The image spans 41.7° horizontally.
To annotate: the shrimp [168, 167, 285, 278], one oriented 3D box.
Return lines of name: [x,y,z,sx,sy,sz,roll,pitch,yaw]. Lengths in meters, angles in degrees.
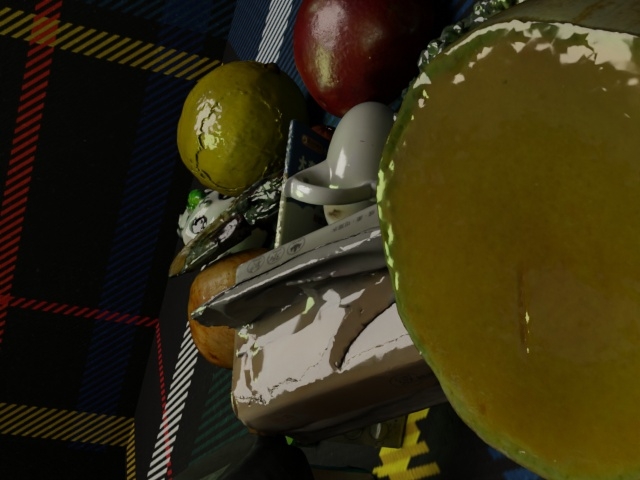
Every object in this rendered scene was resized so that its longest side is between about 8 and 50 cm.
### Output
shrimp: [-0.142,-0.045,1.590,0.445,0.085,0.272,-31,10,36]

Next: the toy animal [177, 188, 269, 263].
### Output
toy animal: [-0.240,-0.041,2.037,0.266,0.212,0.213,163,117,-74]

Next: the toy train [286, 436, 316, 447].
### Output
toy train: [-0.013,0.261,1.401,0.081,0.060,0.202,-117,40,-51]

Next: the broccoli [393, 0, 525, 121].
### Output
broccoli: [0.219,-0.105,0.746,0.243,0.263,0.247,58,172,36]

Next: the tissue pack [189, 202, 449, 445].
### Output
tissue pack: [0.036,0.066,0.904,0.305,0.238,0.239,-23,51,30]

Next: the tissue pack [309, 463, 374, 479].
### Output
tissue pack: [-0.059,0.403,1.235,0.271,0.192,0.134,137,142,-62]

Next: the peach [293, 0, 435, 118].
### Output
peach: [0.061,-0.301,1.260,0.243,0.199,0.243,-55,24,38]

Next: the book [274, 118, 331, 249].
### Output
book: [0.000,0.000,1.305,0.018,0.228,0.323,-1,76,31]

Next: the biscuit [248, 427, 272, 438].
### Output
biscuit: [-0.130,0.332,1.657,0.212,0.036,0.212,168,90,-78]

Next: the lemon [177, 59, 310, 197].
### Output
lemon: [-0.164,-0.238,1.798,0.297,0.297,0.297,-169,90,-72]

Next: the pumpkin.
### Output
pumpkin: [0.178,-0.012,0.519,0.332,0.199,0.333,7,99,47]

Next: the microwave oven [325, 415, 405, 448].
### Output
microwave oven: [0.040,0.143,1.172,0.194,0.145,0.241,-169,89,-69]

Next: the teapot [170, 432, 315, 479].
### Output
teapot: [-0.035,0.396,0.920,0.300,0.344,0.253,-33,3,3]

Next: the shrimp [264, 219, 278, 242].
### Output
shrimp: [-0.065,-0.034,1.721,0.090,0.079,0.233,-41,20,1]

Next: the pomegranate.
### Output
pomegranate: [-0.132,0.127,1.570,0.248,0.248,0.248,-169,90,-72]

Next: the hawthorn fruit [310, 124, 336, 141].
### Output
hawthorn fruit: [0.007,-0.181,1.587,0.077,0.077,0.077,-169,90,-72]

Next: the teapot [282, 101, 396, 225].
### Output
teapot: [0.052,-0.095,1.192,0.298,0.139,0.204,-40,-39,-72]
